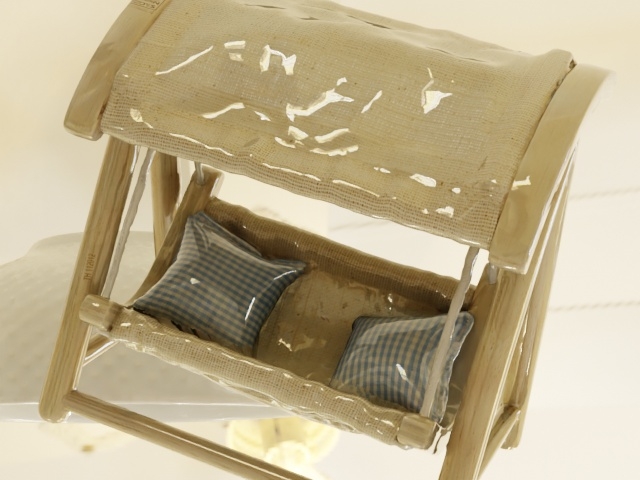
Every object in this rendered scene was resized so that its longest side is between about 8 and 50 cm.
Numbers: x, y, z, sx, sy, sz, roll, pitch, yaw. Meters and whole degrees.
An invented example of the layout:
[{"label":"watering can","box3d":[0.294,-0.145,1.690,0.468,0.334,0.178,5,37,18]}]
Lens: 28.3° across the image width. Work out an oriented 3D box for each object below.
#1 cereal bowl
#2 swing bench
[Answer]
[{"label":"cereal bowl","box3d":[-0.158,0.075,1.043,0.339,0.141,0.339,0,-11,0]},{"label":"swing bench","box3d":[0.000,0.000,0.704,0.253,0.165,0.254,17,-67,18]}]
